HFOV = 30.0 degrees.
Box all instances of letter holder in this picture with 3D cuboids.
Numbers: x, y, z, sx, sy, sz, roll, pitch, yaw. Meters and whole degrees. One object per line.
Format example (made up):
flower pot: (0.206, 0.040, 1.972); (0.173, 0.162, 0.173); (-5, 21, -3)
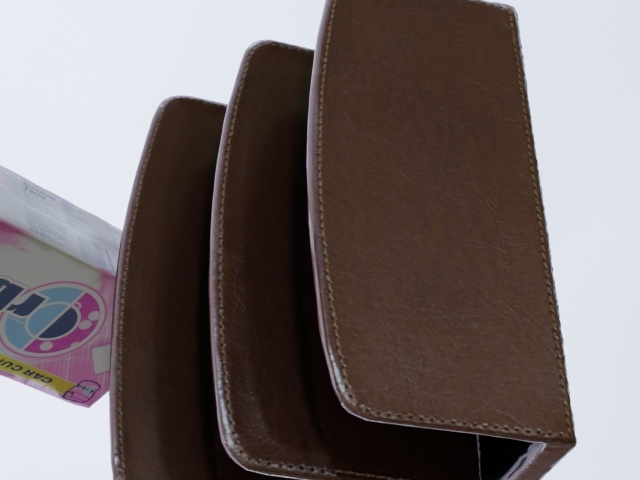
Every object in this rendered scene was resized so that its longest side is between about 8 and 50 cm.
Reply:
letter holder: (0.000, 0.000, 0.681); (0.214, 0.302, 0.152); (10, -38, -13)

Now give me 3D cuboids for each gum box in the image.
gum box: (-0.188, 0.030, 0.769); (0.107, 0.062, 0.188); (-41, -42, 16)
